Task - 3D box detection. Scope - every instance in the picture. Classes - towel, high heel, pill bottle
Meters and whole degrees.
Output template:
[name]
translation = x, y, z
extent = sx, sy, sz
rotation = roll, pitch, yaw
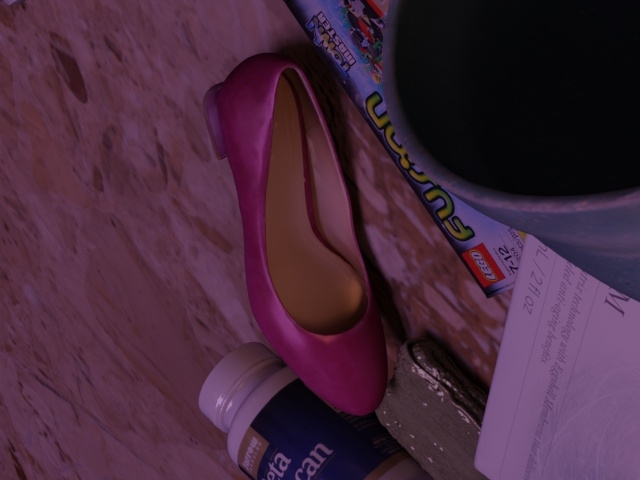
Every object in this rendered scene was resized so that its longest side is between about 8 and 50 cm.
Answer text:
[towel]
translation = 0.099, 0.137, 0.972
extent = 0.148, 0.027, 0.110
rotation = 44, 149, 16
[high heel]
translation = 0.000, 0.000, 0.924
extent = 0.117, 0.082, 0.244
rotation = -6, 102, 68
[pill bottle]
translation = -0.008, 0.150, 1.069
extent = 0.169, 0.094, 0.094
rotation = 38, 146, 28

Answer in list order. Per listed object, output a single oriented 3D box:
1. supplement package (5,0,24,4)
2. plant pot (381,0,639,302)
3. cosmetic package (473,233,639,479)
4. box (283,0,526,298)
[supplement package]
translation = -0.037, -0.226, 0.621
extent = 0.262, 0.204, 0.145
rotation = -5, 115, 56
[plant pot]
translation = 0.188, -0.077, 0.415
extent = 0.196, 0.293, 0.293
rotation = 38, 158, -26
[cosmetic package]
translation = 0.204, 0.070, 0.645
extent = 0.224, 0.138, 0.224
rotation = 37, 146, 26
[box]
translation = 0.072, -0.074, 0.788
extent = 0.207, 0.036, 0.114
rotation = 55, 151, -1
